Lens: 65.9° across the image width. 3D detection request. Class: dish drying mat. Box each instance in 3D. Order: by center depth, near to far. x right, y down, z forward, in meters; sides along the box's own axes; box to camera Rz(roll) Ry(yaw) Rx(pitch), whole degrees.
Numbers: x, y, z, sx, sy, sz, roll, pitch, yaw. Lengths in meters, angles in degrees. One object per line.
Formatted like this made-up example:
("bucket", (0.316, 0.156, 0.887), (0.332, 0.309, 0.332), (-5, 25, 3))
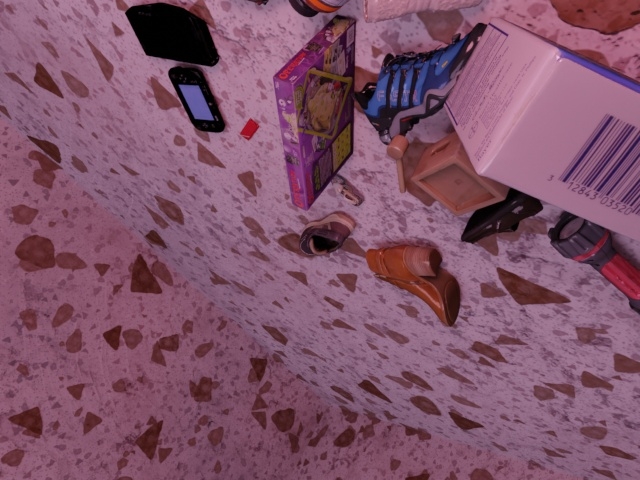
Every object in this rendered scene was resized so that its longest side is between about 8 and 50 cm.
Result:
("dish drying mat", (-0.189, -0.293, 1.310), (0.032, 0.008, 0.083), (40, 151, -11))

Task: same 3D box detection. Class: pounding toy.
("pounding toy", (0.223, -0.147, 0.931), (0.206, 0.094, 0.181), (35, 156, -15))

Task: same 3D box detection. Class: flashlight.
("flashlight", (0.596, 0.060, 0.981), (0.304, 0.103, 0.103), (38, 149, -8))

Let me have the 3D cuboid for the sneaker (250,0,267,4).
("sneaker", (-0.130, -0.467, 0.926), (0.158, 0.061, 0.065), (13, 153, 33))

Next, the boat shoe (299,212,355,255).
("boat shoe", (0.000, 0.000, 1.493), (0.103, 0.092, 0.285), (41, 151, -15))

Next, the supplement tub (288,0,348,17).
("supplement tub", (0.026, -0.431, 0.773), (0.106, 0.106, 0.198), (45, 150, -22))

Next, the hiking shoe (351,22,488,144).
("hiking shoe", (0.165, -0.282, 0.863), (0.132, 0.113, 0.304), (46, 145, -7))

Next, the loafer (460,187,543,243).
("loafer", (0.384, -0.039, 1.058), (0.078, 0.080, 0.220), (35, 152, -4))

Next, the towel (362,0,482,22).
("towel", (0.151, -0.417, 0.630), (0.187, 0.049, 0.282), (-9, 148, -3))

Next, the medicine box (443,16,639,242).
("medicine box", (0.328, -0.152, 0.640), (0.264, 0.289, 0.149), (21, 121, -7))

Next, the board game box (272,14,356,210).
("board game box", (-0.001, -0.240, 0.996), (0.056, 0.208, 0.346), (23, 150, 17))

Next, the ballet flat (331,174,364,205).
("ballet flat", (0.063, -0.128, 1.284), (0.114, 0.041, 0.041), (38, 152, -9))

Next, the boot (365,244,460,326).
("boot", (0.262, 0.127, 1.411), (0.220, 0.109, 0.283), (0, 136, 44))

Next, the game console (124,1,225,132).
("game console", (-0.323, -0.410, 1.225), (0.213, 0.044, 0.361), (18, 149, 26))
